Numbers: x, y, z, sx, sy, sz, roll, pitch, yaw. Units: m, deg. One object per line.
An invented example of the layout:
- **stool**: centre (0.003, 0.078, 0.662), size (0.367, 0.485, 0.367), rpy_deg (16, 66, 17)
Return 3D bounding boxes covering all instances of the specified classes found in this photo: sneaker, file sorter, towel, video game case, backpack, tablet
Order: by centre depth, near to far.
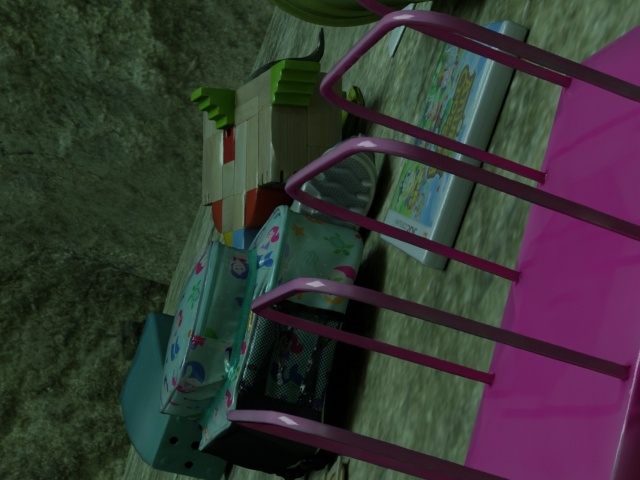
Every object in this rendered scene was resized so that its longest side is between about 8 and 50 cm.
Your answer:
- **file sorter**: centre (0.078, -0.010, 0.652), size (0.202, 0.182, 0.290), rpy_deg (150, 137, -75)
- **video game case**: centre (0.112, -0.088, 1.071), size (0.193, 0.023, 0.212), rpy_deg (-140, 69, -79)
- **backpack**: centre (-0.054, 0.093, 1.230), size (0.225, 0.191, 0.253), rpy_deg (129, 163, -66)
- **sneaker**: centre (0.000, 0.000, 1.394), size (0.281, 0.105, 0.115), rpy_deg (-58, 1, 32)
- **tablet**: centre (0.103, -0.277, 1.520), size (0.054, 0.006, 0.083), rpy_deg (-88, 20, -60)
- **towel**: centre (0.007, -0.100, 1.686), size (0.102, 0.021, 0.237), rpy_deg (-102, 31, -69)

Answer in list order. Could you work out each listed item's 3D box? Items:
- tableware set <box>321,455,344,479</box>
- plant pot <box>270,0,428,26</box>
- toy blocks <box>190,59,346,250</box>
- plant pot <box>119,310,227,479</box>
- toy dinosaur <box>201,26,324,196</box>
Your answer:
- **tableware set**: centre (-0.016, 0.282, 1.116), size (0.168, 0.020, 0.141), rpy_deg (127, 159, -61)
- **plant pot**: centre (0.062, -0.344, 1.223), size (0.254, 0.276, 0.276), rpy_deg (-136, 64, -67)
- **toy blocks**: centre (-0.071, -0.072, 1.613), size (0.381, 0.191, 0.260), rpy_deg (168, 103, -67)
- **plant pot**: centre (-0.193, 0.246, 1.787), size (0.234, 0.166, 0.165), rpy_deg (-116, 44, -65)
- **toy dinosaur**: centre (-0.073, -0.197, 1.855), size (0.121, 0.160, 0.313), rpy_deg (14, -87, -84)
